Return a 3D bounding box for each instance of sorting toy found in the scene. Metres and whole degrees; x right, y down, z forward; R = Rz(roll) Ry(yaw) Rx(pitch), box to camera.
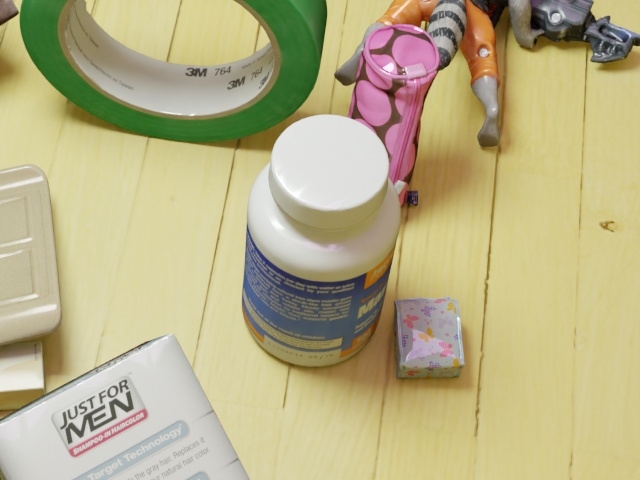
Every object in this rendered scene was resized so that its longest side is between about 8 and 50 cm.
[{"bbox_3d":[-0.425,0.040,1.622,0.307,0.041,0.229,-13,48,-3],"label":"sorting toy"}]

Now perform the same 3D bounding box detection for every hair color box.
[{"bbox_3d":[-0.135,0.290,1.365,0.185,0.113,0.374,-28,92,-22],"label":"hair color box"}]

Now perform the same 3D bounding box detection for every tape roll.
[{"bbox_3d":[-0.155,-0.232,1.669,0.321,0.321,0.077,9,57,0],"label":"tape roll"}]

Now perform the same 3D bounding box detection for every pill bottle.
[{"bbox_3d":[0.000,0.000,1.564,0.152,0.272,0.152,3,57,-4],"label":"pill bottle"}]

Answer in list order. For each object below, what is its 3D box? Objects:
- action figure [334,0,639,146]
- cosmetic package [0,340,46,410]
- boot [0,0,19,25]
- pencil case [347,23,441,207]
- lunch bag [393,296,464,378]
[{"bbox_3d":[0.212,-0.281,1.832,0.341,0.178,0.330,18,67,8],"label":"action figure"},{"bbox_3d":[-0.336,0.139,1.577,0.115,0.041,0.060,-6,57,-9],"label":"cosmetic package"},{"bbox_3d":[-0.412,-0.199,1.679,0.207,0.090,0.248,-31,92,-18],"label":"boot"},{"bbox_3d":[0.075,-0.125,1.691,0.095,0.209,0.098,0,41,-10],"label":"pencil case"},{"bbox_3d":[0.113,0.101,1.642,0.071,0.053,0.083,-2,67,-4],"label":"lunch bag"}]
